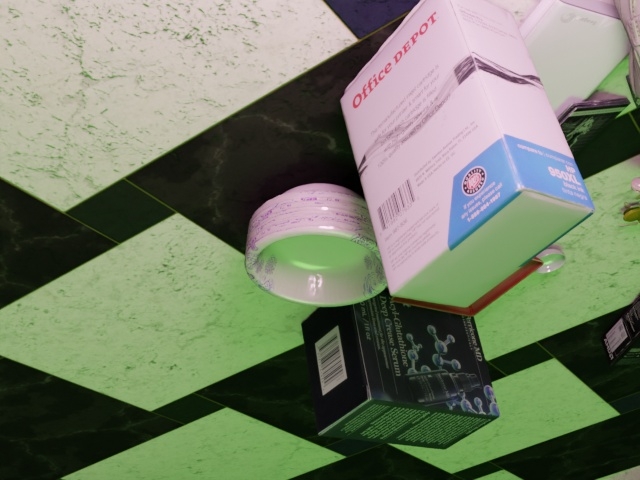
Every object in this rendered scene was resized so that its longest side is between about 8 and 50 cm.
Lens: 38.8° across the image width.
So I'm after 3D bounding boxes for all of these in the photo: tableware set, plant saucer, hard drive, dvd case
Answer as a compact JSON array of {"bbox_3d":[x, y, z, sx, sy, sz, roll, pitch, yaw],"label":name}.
[{"bbox_3d":[0.709,-0.085,1.955,0.104,0.024,0.154,-7,146,-11],"label":"tableware set"},{"bbox_3d":[0.328,0.076,2.066,0.259,0.048,0.258,13,140,-31],"label":"plant saucer"},{"bbox_3d":[0.384,-0.283,1.546,0.203,0.040,0.307,7,144,-26],"label":"hard drive"},{"bbox_3d":[0.451,-0.185,1.688,0.164,0.018,0.221,-10,153,-37],"label":"dvd case"}]

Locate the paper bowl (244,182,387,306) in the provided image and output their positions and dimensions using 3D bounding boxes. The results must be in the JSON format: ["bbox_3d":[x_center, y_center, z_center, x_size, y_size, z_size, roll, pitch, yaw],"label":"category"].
[{"bbox_3d":[0.000,0.000,1.742,0.284,0.148,0.284,1,147,1],"label":"paper bowl"}]

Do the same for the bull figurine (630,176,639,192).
[{"bbox_3d":[0.739,-0.180,1.730,0.310,0.101,0.188,-16,145,21],"label":"bull figurine"}]

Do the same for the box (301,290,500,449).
[{"bbox_3d":[0.186,0.307,2.149,0.395,0.294,0.212,14,140,-33],"label":"box"}]

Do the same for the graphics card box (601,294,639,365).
[{"bbox_3d":[0.926,0.206,2.389,0.232,0.094,0.371,-3,145,-13],"label":"graphics card box"}]

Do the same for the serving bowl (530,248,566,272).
[{"bbox_3d":[0.519,0.042,2.085,0.083,0.027,0.083,-7,148,-5],"label":"serving bowl"}]

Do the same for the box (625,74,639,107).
[{"bbox_3d":[0.589,-0.278,1.628,0.067,0.018,0.083,-23,145,18],"label":"box"}]

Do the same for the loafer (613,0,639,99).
[{"bbox_3d":[0.522,-0.333,1.392,0.112,0.111,0.319,-30,129,0],"label":"loafer"}]

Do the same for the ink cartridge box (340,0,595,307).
[{"bbox_3d":[0.204,-0.142,1.387,0.166,0.395,0.285,12,141,-34],"label":"ink cartridge box"}]
